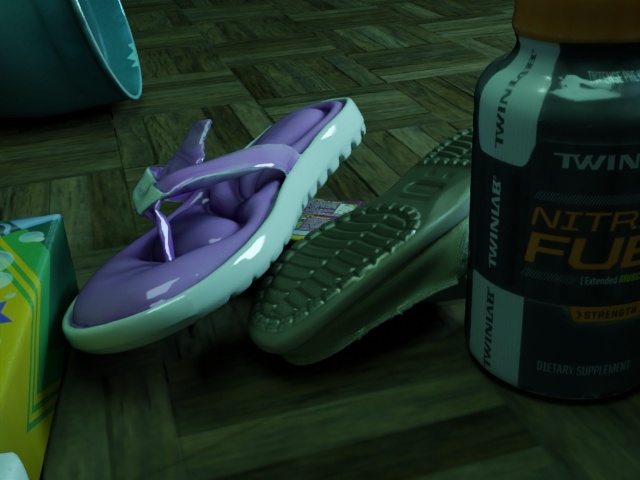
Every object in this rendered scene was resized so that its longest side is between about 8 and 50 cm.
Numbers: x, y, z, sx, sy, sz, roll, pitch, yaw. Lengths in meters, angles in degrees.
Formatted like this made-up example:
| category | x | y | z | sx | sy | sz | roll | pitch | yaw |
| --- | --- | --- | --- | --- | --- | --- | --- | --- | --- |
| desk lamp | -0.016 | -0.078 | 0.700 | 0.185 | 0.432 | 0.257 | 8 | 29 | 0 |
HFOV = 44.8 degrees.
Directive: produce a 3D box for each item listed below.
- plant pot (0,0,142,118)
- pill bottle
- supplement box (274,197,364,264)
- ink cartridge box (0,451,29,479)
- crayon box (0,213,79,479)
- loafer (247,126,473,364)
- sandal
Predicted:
| category | x | y | z | sx | sy | sz | roll | pitch | yaw |
| --- | --- | --- | --- | --- | --- | --- | --- | --- | --- |
| plant pot | -0.412 | -0.283 | 1.039 | 0.255 | 0.271 | 0.271 | -17 | 27 | 2 |
| pill bottle | 0.157 | -0.036 | 0.479 | 0.130 | 0.245 | 0.130 | -3 | 27 | 2 |
| supplement box | 0.000 | 0.000 | 0.649 | 0.055 | 0.043 | 0.083 | 5 | 29 | 20 |
| ink cartridge box | -0.237 | 0.193 | 0.200 | 0.306 | 0.131 | 0.226 | -6 | 27 | -8 |
| crayon box | -0.266 | 0.093 | 0.453 | 0.203 | 0.083 | 0.323 | -7 | 27 | -8 |
| loafer | 0.068 | 0.012 | 0.571 | 0.268 | 0.092 | 0.102 | -36 | 27 | -22 |
| sandal | -0.088 | -0.049 | 0.643 | 0.169 | 0.102 | 0.416 | -18 | 19 | 27 |
